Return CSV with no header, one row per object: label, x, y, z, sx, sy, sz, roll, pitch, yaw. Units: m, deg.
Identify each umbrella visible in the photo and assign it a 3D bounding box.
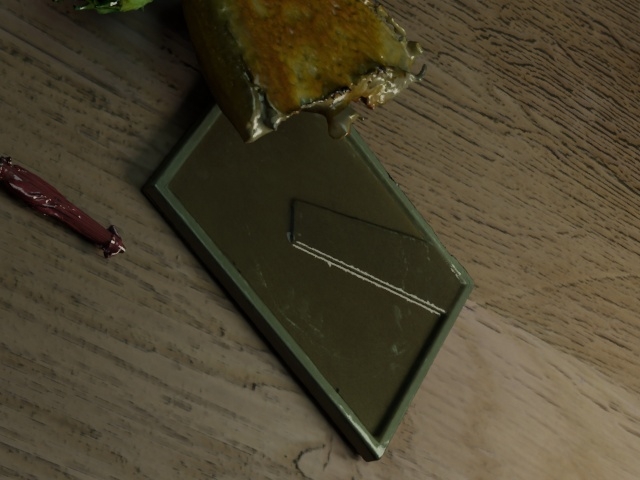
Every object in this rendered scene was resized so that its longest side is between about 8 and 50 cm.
umbrella,-0.219,-0.031,1.563,0.165,0.027,0.025,37,98,-34

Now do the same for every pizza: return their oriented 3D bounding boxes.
pizza,-0.012,-0.179,1.766,0.297,0.071,0.189,-20,78,-51

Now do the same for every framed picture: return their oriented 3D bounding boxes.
framed picture,0.000,0.000,1.781,0.335,0.022,0.247,51,46,-21

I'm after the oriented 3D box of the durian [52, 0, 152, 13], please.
durian,-0.141,-0.286,1.659,0.106,0.132,0.375,27,48,15
